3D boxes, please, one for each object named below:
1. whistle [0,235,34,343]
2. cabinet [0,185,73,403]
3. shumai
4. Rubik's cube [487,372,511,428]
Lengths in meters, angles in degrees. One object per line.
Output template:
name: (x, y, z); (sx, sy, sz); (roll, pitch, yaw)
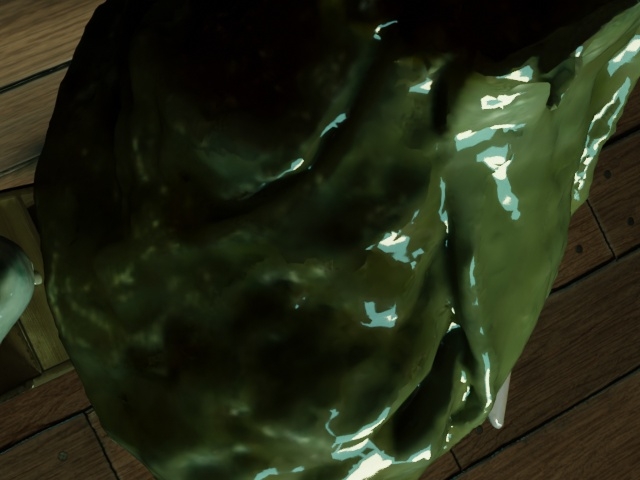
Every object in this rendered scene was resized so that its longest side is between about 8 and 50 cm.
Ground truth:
whistle: (-0.367, 0.065, 0.626); (0.405, 0.188, 0.168); (7, -177, -4)
cabinet: (-0.291, 0.055, 1.077); (0.148, 0.174, 0.215); (-26, 179, 23)
shumai: (0.056, -0.042, 0.502); (0.288, 0.292, 0.330); (-10, -132, 44)
Rubik's cube: (0.000, 0.000, 1.013); (0.387, 0.368, 0.358); (-27, -163, 1)
